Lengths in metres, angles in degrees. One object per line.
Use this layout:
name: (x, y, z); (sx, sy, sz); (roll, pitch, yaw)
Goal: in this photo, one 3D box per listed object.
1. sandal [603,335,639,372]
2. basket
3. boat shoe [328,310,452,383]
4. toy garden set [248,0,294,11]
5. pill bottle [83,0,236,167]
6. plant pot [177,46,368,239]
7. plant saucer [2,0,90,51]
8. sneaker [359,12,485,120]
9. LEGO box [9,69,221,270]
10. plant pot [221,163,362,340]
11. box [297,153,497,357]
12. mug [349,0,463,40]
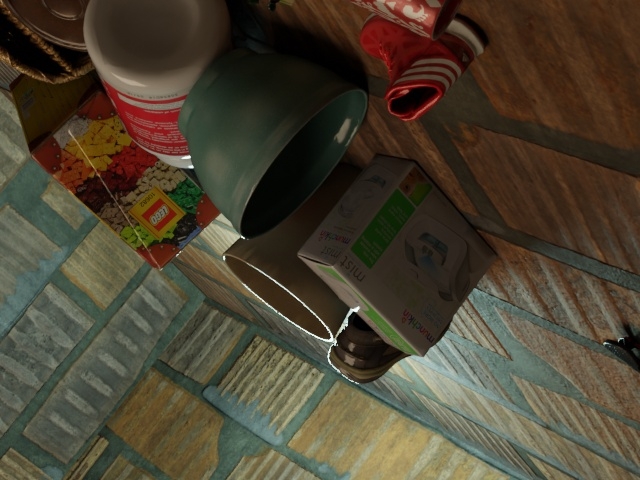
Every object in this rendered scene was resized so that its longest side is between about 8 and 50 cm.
sandal: (0.524, 0.188, 1.913); (0.067, 0.040, 0.179); (35, -178, 34)
basket: (-0.550, -0.438, 2.196); (0.223, 0.213, 0.299); (25, 162, 45)
boat shoe: (0.159, 0.141, 2.149); (0.132, 0.355, 0.130); (34, 131, 20)
toy garden set: (-0.107, -0.371, 1.439); (0.204, 0.049, 0.244); (17, 164, -10)
pill bottle: (-0.248, -0.276, 1.924); (0.229, 0.229, 0.407); (35, 166, 12)
plant pot: (-0.095, -0.175, 1.767); (0.196, 0.293, 0.293); (40, 167, 12)
plant saucer: (-0.452, -0.437, 2.026); (0.311, 0.050, 0.310); (11, 148, 7)
sneaker: (0.095, -0.224, 1.439); (0.087, 0.128, 0.221); (45, 164, -28)
LEGO box: (-0.455, -0.206, 2.469); (0.372, 0.193, 0.500); (46, -177, -31)
plant pot: (0.000, 0.000, 2.106); (0.256, 0.274, 0.256); (35, 166, 10)
box: (0.132, 0.026, 1.951); (0.262, 0.231, 0.127); (46, 164, -29)
mug: (0.075, -0.308, 1.261); (0.169, 0.113, 0.150); (32, 167, 11)
